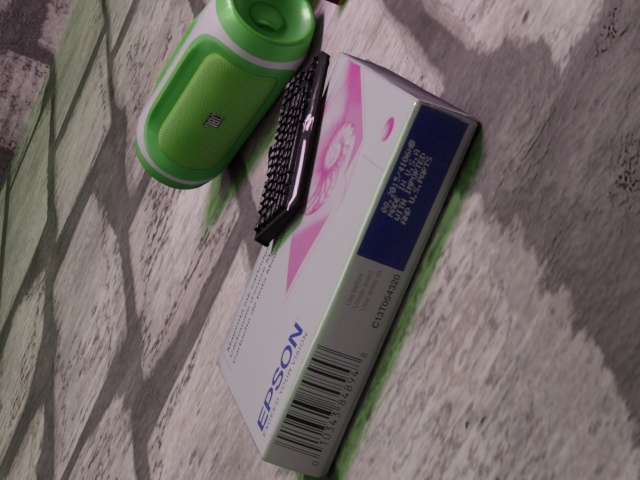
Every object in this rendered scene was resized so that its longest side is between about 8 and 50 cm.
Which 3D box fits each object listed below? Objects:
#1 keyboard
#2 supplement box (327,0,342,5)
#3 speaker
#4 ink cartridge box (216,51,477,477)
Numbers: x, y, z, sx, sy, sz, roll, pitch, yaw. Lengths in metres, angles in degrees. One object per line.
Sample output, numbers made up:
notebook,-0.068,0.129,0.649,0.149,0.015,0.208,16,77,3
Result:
keyboard,-0.032,-0.082,1.389,0.108,0.023,0.180,131,155,-55
supplement box,0.014,-0.308,1.647,0.083,0.043,0.055,-90,25,-47
speaker,-0.118,-0.183,1.764,0.296,0.131,0.131,-49,28,48
ink cartridge box,0.000,0.000,1.344,0.324,0.071,0.330,-68,20,9
